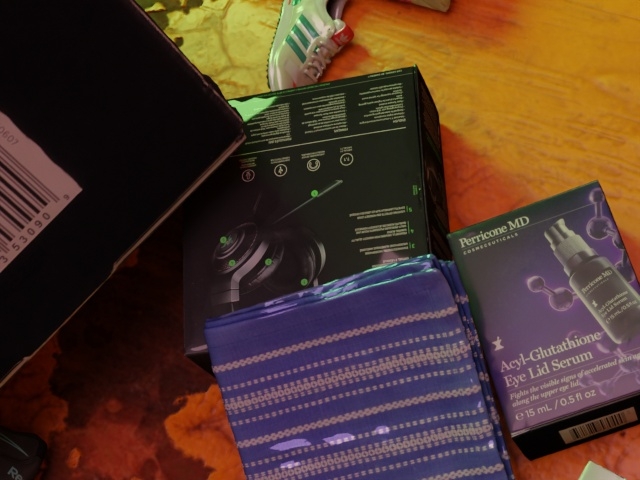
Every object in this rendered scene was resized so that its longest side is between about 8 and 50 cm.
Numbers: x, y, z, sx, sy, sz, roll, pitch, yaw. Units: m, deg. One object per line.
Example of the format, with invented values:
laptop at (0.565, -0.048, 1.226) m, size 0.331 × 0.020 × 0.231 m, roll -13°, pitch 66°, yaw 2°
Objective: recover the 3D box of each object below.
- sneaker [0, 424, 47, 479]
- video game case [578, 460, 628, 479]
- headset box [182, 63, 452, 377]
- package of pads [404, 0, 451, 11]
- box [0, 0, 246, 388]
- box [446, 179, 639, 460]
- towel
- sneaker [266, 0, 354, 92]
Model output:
sneaker at (-0.400, 0.205, 1.416) m, size 0.267 × 0.101 × 0.106 m, roll 23°, pitch 57°, yaw 24°
video game case at (0.194, 0.318, 1.067) m, size 0.061 × 0.269 × 0.244 m, roll 28°, pitch 79°, yaw 27°
headset box at (0.000, 0.000, 1.333) m, size 0.246 × 0.131 × 0.283 m, roll -10°, pitch 67°, yaw 14°
package of pads at (0.038, -0.394, 1.495) m, size 0.296 × 0.101 × 0.229 m, roll 16°, pitch 75°, yaw 22°
box at (-0.411, -0.103, 1.334) m, size 0.480 × 0.297 × 0.472 m, roll -46°, pitch 38°, yaw -4°
box at (0.221, 0.074, 1.247) m, size 0.153 × 0.108 × 0.207 m, roll -21°, pitch 65°, yaw 9°
towel at (0.046, 0.198, 1.210) m, size 0.243 × 0.040 × 0.336 m, roll -16°, pitch 92°, yaw 15°
sneaker at (-0.007, -0.207, 1.459) m, size 0.075 × 0.057 × 0.161 m, roll 1°, pitch 66°, yaw 24°
